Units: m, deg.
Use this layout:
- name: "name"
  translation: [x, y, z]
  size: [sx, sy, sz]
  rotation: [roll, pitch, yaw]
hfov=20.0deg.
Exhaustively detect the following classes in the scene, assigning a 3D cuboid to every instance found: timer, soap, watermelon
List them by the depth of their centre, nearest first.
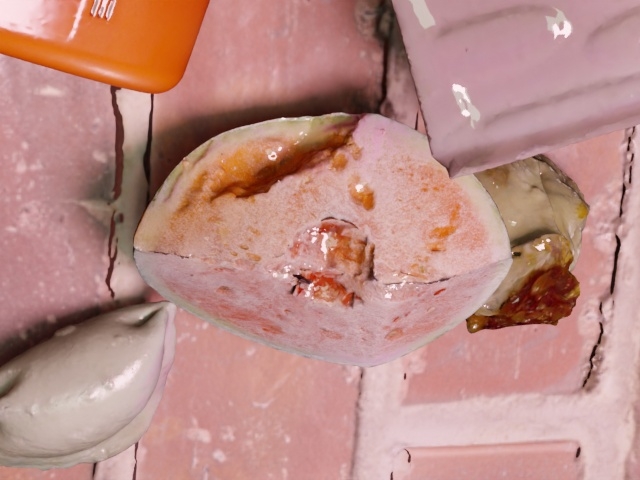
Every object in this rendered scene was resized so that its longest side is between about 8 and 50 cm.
- name: "soap"
  translation: [0.194, -0.306, 1.470]
  size: [0.350, 0.213, 0.435]
  rotation: [-12, 106, 17]
- name: "timer"
  translation: [-0.186, -0.263, 1.513]
  size: [0.250, 0.161, 0.257]
  rotation: [13, 105, -33]
- name: "watermelon"
  translation: [0.001, -0.006, 1.634]
  size: [0.321, 0.188, 0.175]
  rotation: [13, 65, -4]

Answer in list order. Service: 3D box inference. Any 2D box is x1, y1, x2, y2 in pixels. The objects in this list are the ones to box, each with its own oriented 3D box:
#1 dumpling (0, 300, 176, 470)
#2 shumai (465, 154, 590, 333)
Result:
- name: "dumpling"
  translation: [-0.213, 0.134, 1.651]
  size: [0.216, 0.149, 0.105]
  rotation: [-33, 75, -8]
- name: "shumai"
  translation: [0.166, -0.003, 1.666]
  size: [0.184, 0.142, 0.184]
  rotation: [-6, 111, -15]
